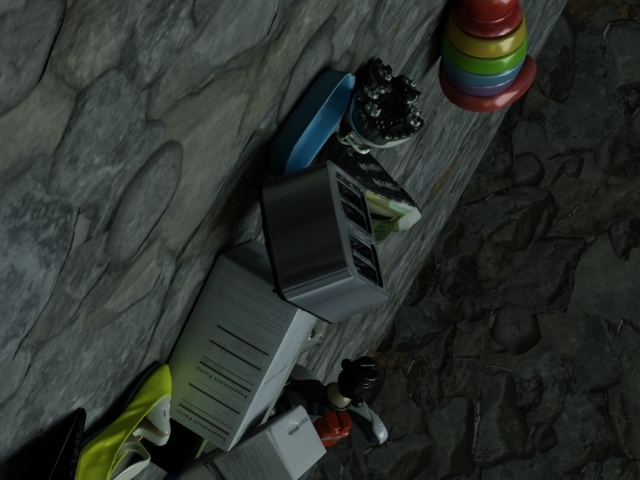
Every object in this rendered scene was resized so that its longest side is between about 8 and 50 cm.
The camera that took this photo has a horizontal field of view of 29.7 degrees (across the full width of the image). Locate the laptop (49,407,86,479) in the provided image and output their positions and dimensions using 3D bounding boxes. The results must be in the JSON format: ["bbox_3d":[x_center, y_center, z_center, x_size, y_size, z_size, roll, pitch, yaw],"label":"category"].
[{"bbox_3d":[-0.368,0.320,1.309,0.234,0.137,0.264,-63,-166,18],"label":"laptop"}]

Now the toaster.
[{"bbox_3d":[0.000,0.000,1.533,0.110,0.168,0.186,-20,156,19],"label":"toaster"}]

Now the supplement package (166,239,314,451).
[{"bbox_3d":[-0.111,0.143,1.671,0.244,0.134,0.139,-63,168,15],"label":"supplement package"}]

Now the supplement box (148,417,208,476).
[{"bbox_3d":[-0.213,0.309,1.844,0.083,0.056,0.083,-60,169,1],"label":"supplement box"}]

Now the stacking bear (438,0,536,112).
[{"bbox_3d":[0.289,-0.375,2.098,0.289,0.175,0.164,86,28,-55],"label":"stacking bear"}]

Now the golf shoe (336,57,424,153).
[{"bbox_3d":[0.079,-0.165,1.717,0.120,0.105,0.273,-54,-175,21],"label":"golf shoe"}]

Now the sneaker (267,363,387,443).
[{"bbox_3d":[-0.009,0.355,2.335,0.153,0.269,0.101,-50,151,-22],"label":"sneaker"}]

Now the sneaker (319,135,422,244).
[{"bbox_3d":[0.049,-0.041,1.942,0.182,0.158,0.410,-43,164,4],"label":"sneaker"}]

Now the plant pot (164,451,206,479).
[{"bbox_3d":[-0.200,0.529,2.061,0.236,0.212,0.236,-55,167,-30],"label":"plant pot"}]

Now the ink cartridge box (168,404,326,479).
[{"bbox_3d":[-0.112,0.332,1.750,0.203,0.086,0.148,-29,178,20],"label":"ink cartridge box"}]

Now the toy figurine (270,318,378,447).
[{"bbox_3d":[-0.025,0.269,2.191,0.148,0.209,0.213,-48,-173,47],"label":"toy figurine"}]

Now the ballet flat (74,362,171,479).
[{"bbox_3d":[-0.237,0.247,1.526,0.231,0.077,0.077,-47,162,-49],"label":"ballet flat"}]

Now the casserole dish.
[{"bbox_3d":[-0.016,-0.151,1.598,0.188,0.037,0.114,-55,168,-20],"label":"casserole dish"}]

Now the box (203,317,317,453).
[{"bbox_3d":[-0.112,0.226,1.979,0.275,0.094,0.113,-63,168,16],"label":"box"}]
